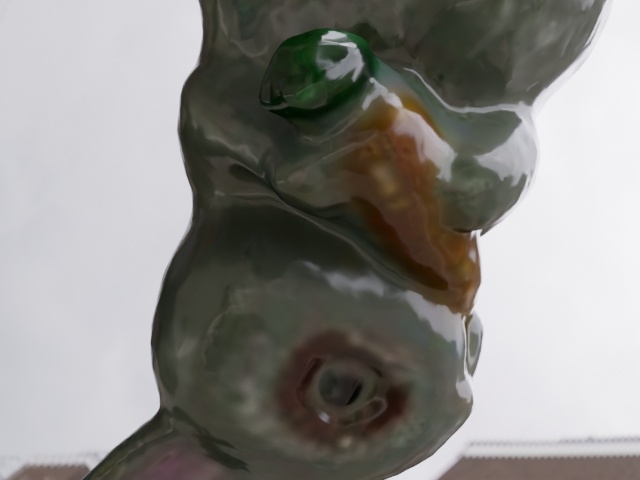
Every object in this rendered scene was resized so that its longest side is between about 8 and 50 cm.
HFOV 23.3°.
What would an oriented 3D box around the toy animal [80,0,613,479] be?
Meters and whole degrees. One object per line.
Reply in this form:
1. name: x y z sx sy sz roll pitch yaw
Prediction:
1. toy animal: 0.003 0.001 0.444 0.125 0.127 0.251 29 -75 47
